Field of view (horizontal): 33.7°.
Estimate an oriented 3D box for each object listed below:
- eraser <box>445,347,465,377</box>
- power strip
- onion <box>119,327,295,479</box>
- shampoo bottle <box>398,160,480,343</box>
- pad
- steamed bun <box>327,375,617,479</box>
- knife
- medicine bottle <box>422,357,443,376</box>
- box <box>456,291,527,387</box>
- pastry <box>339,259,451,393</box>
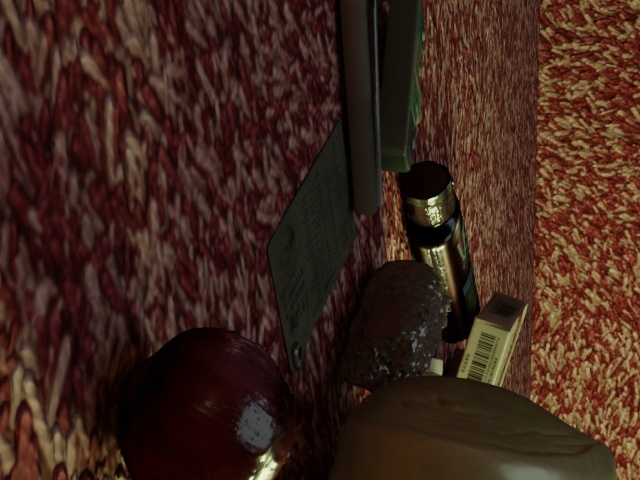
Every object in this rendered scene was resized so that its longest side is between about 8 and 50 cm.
[{"bbox_3d":[0.268,0.374,1.894,0.144,0.078,0.343,-52,141,-61],"label":"eraser"},{"bbox_3d":[0.098,-0.190,1.335,0.145,0.061,0.215,56,40,-73],"label":"power strip"},{"bbox_3d":[-0.077,0.121,0.706,0.131,0.131,0.131,2,90,-73],"label":"onion"},{"bbox_3d":[0.179,0.015,1.558,0.323,0.084,0.129,71,25,-48],"label":"shampoo bottle"},{"bbox_3d":[-0.001,0.000,1.111,0.265,0.009,0.159,-64,150,-52],"label":"pad"},{"bbox_3d":[0.164,0.339,1.110,0.456,0.290,0.371,17,87,-70],"label":"steamed bun"},{"bbox_3d":[0.051,-0.162,1.199,0.073,0.041,0.265,-72,159,-70],"label":"knife"},{"bbox_3d":[0.156,0.219,1.560,0.052,0.052,0.089,46,49,-66],"label":"medicine bottle"},{"bbox_3d":[0.234,0.270,1.657,0.214,0.069,0.353,-23,131,-71],"label":"box"},{"bbox_3d":[0.097,0.093,1.275,0.265,0.103,0.112,-44,141,-69],"label":"pastry"}]
